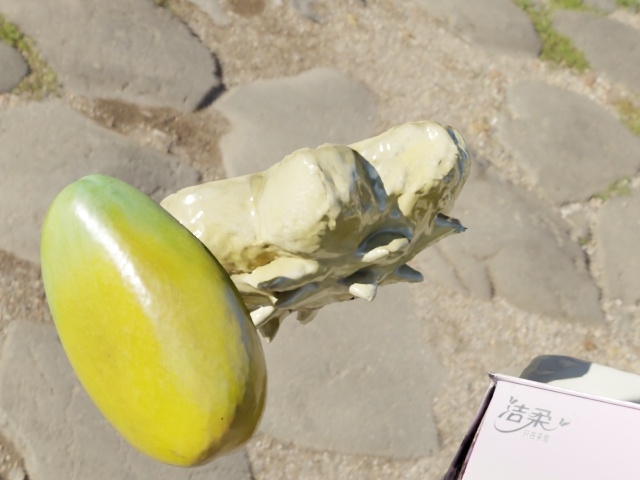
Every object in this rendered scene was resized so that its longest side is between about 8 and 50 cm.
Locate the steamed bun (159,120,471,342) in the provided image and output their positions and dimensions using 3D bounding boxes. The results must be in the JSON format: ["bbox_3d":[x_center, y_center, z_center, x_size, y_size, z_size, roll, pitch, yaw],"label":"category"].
[{"bbox_3d":[0.000,0.000,0.891,0.295,0.292,0.137,-15,83,-14],"label":"steamed bun"}]

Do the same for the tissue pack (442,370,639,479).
[{"bbox_3d":[0.196,0.157,0.516,0.246,0.148,0.092,9,61,32],"label":"tissue pack"}]

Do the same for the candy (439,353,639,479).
[{"bbox_3d":[0.204,0.256,0.938,0.208,0.145,0.359,7,34,39],"label":"candy"}]

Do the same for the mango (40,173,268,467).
[{"bbox_3d":[-0.107,0.049,0.668,0.092,0.130,0.194,-30,97,-48],"label":"mango"}]
